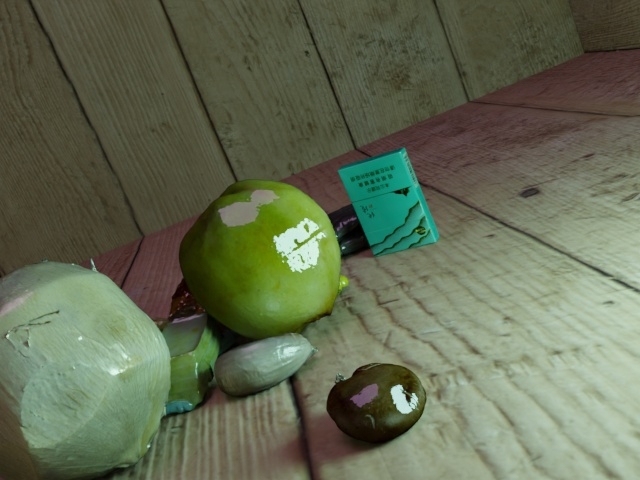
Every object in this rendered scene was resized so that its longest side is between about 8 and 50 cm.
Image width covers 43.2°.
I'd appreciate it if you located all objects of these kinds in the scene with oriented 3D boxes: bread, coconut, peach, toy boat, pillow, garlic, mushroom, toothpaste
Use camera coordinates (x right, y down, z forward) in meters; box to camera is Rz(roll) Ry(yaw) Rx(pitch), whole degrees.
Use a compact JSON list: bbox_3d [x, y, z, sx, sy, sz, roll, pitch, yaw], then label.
[{"bbox_3d":[-0.269,0.146,1.868,0.185,0.109,0.380,-20,13,0],"label":"bread"},{"bbox_3d":[-0.421,0.234,1.322,0.346,0.360,0.346,-38,-10,-8],"label":"coconut"},{"bbox_3d":[-0.120,0.042,1.594,0.282,0.315,0.314,-36,4,-36],"label":"peach"},{"bbox_3d":[-0.254,0.215,1.534,0.111,0.084,0.276,-16,22,9],"label":"toy boat"},{"bbox_3d":[0.000,0.000,2.040,0.327,0.101,0.228,-22,12,-7],"label":"pillow"},{"bbox_3d":[-0.106,0.213,1.402,0.196,0.086,0.101,-23,0,9],"label":"garlic"},{"bbox_3d":[0.069,0.214,1.122,0.135,0.080,0.171,-18,13,-28],"label":"mushroom"},{"bbox_3d":[-0.249,0.239,1.623,0.255,0.037,0.067,-34,20,-34],"label":"toothpaste"}]

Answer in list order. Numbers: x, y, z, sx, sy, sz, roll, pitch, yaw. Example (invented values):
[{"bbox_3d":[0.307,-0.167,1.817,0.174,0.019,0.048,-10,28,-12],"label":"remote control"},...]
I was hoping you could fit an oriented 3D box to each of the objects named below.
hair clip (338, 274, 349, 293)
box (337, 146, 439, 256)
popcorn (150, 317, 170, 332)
[{"bbox_3d":[-0.023,0.110,1.749,0.173,0.046,0.072,-19,17,7],"label":"hair clip"},{"bbox_3d":[0.155,-0.083,1.829,0.161,0.226,0.042,-14,20,30],"label":"box"},{"bbox_3d":[-0.368,0.230,1.655,0.162,0.141,0.135,-40,55,1],"label":"popcorn"}]
